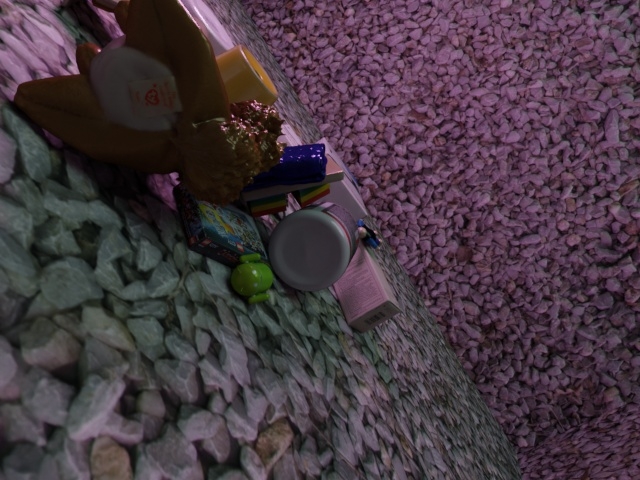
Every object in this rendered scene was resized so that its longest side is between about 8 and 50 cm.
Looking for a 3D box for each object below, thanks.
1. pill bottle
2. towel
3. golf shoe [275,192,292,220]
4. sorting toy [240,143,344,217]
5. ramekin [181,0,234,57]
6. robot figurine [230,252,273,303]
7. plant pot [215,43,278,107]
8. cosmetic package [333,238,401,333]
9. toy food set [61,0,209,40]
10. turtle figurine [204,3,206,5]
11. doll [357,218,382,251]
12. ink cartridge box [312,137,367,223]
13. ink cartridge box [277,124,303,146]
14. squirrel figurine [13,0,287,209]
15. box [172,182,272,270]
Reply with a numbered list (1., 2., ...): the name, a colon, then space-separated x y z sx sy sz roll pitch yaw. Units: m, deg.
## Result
1. pill bottle: 0.000 0.000 1.305 0.210 0.210 0.363 57 15 -2
2. towel: -0.137 -0.168 1.084 0.227 0.308 0.076 -79 164 -71
3. golf shoe: -0.122 -0.130 1.422 0.198 0.094 0.077 48 16 -37
4. sorting toy: -0.096 -0.159 1.224 0.257 0.255 0.089 -124 -157 -58
5. ramekin: -0.421 -0.710 1.588 0.277 0.135 0.277 52 16 -21
6. robot figurine: -0.142 0.079 0.955 0.115 0.067 0.101 6 72 -72
7. plant pot: -0.251 -0.375 1.223 0.254 0.239 0.254 53 14 -20
8. cosmetic package: 0.130 0.134 1.555 0.113 0.160 0.309 41 22 -47
9. toy food set: -0.419 -0.516 1.100 0.306 0.092 0.219 18 30 -19
10. turtle figurine: -0.486 -0.871 1.777 0.234 0.118 0.175 53 14 7
11. doll: 0.166 -0.014 1.579 0.129 0.046 0.189 61 15 20
12. ink cartridge box: 0.050 -0.256 2.103 0.285 0.166 0.395 49 17 -28
13. ink cartridge box: -0.137 -0.371 1.865 0.172 0.100 0.237 55 14 -7
14. squirrel figurine: -0.264 -0.238 0.876 0.397 0.281 0.370 40 4 -18
15. box: -0.207 -0.020 1.000 0.233 0.044 0.159 35 26 -56
